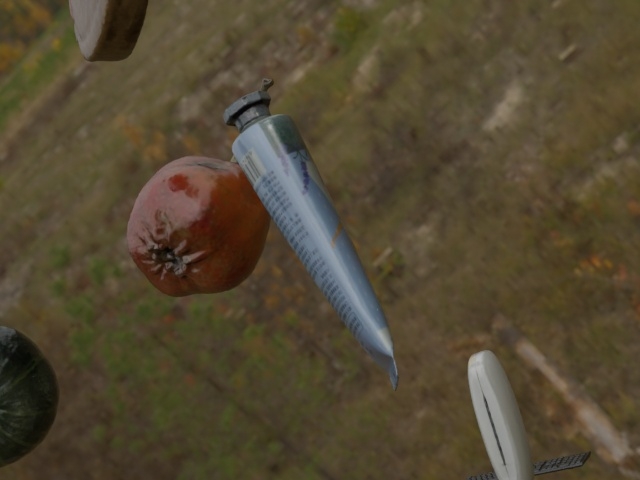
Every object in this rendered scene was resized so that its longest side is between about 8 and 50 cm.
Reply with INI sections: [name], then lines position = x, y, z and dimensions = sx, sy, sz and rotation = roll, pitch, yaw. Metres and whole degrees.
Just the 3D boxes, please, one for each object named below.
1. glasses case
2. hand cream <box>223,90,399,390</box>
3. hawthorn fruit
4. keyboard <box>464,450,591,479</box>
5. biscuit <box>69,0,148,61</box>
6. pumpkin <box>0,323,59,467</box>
[glasses case]
position = 0.197, 0.200, 1.505
dimensions = 0.041, 0.164, 0.063
rotation = -17, 0, 22
[hand cream]
position = 0.000, 0.000, 1.144
dimensions = 0.058, 0.271, 0.091
rotation = -27, -13, -8
[hawthorn fruit]
position = -0.116, -0.065, 1.563
dimensions = 0.165, 0.165, 0.285
rotation = -30, 30, 42
[keyboard]
position = 0.305, 0.348, 2.080
dimensions = 0.202, 0.011, 0.067
rotation = -17, 0, 24
[biscuit]
position = -0.217, -0.371, 1.417
dimensions = 0.359, 0.074, 0.381
rotation = 136, 130, -65
[pumpkin]
position = -0.379, 0.173, 1.545
dimensions = 0.167, 0.167, 0.125
rotation = -44, 24, 4
